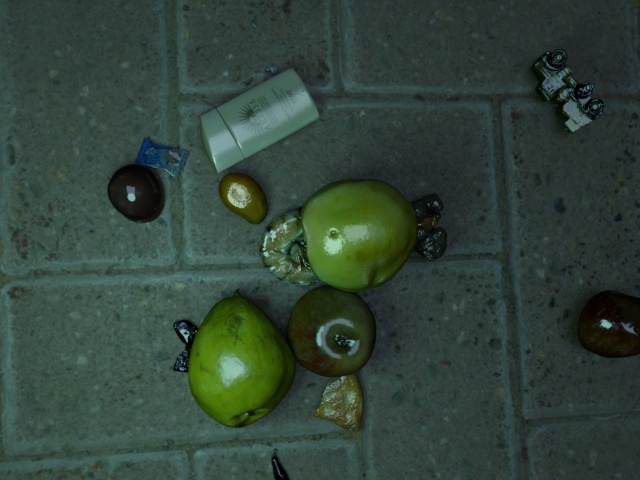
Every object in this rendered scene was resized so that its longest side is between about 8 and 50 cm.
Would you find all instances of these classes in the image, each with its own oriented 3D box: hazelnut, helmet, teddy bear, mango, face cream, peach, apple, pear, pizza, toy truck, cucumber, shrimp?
[{"bbox_3d":[0.896,0.265,1.690,0.233,0.218,0.218,13,86,-6],"label":"hazelnut"},{"bbox_3d":[-0.525,-0.123,1.575,0.155,0.106,0.175,-17,102,3],"label":"helmet"},{"bbox_3d":[0.306,-0.030,1.672,0.140,0.177,0.190,-29,91,38],"label":"teddy bear"},{"bbox_3d":[-0.218,-0.127,1.629,0.165,0.089,0.115,33,86,-7],"label":"mango"},{"bbox_3d":[-0.190,-0.352,1.645,0.348,0.081,0.173,-29,91,-8],"label":"face cream"},{"bbox_3d":[0.099,-0.025,1.512,0.315,0.314,0.281,-26,51,-5],"label":"peach"},{"bbox_3d":[0.032,0.255,1.572,0.256,0.234,0.257,0,90,-4],"label":"apple"},{"bbox_3d":[-0.219,0.306,1.524,0.287,0.287,0.375,-4,65,-7],"label":"pear"},{"bbox_3d":[0.053,0.480,1.654,0.161,0.062,0.182,-20,95,-14],"label":"pizza"},{"bbox_3d":[0.748,-0.462,1.748,0.127,0.127,0.257,-35,91,7],"label":"toy truck"},{"bbox_3d":[-0.112,0.688,1.632,0.043,0.039,0.163,-25,93,-28],"label":"cucumber"},{"bbox_3d":[0.000,0.000,1.667,0.365,0.071,0.233,-20,99,-8],"label":"shrimp"}]

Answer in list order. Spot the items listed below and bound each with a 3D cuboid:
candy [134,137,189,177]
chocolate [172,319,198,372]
[{"bbox_3d":[-0.459,-0.236,1.632,0.136,0.038,0.088,18,74,-7],"label":"candy"},{"bbox_3d":[-0.383,0.302,1.605,0.072,0.070,0.147,5,87,-35],"label":"chocolate"}]
